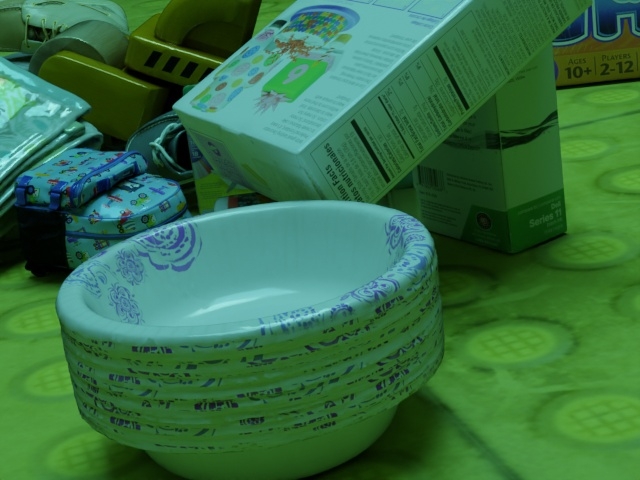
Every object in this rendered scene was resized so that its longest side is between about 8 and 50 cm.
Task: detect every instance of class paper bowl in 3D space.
[{"bbox_3d":[-0.047,0.080,1.022,0.284,0.148,0.284,-7,20,2],"label":"paper bowl"}]

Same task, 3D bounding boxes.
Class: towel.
[{"bbox_3d":[-0.482,-0.112,1.546,0.374,0.090,0.320,27,51,21],"label":"towel"}]

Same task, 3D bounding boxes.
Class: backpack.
[{"bbox_3d":[-0.221,-0.027,1.455,0.173,0.117,0.158,8,25,32],"label":"backpack"}]

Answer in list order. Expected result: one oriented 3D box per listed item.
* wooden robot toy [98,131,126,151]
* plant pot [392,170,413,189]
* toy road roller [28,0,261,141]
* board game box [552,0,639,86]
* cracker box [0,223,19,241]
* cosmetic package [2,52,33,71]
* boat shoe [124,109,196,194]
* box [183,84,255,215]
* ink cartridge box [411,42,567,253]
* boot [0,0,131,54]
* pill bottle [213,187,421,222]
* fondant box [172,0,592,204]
[{"bbox_3d":[-0.346,-0.144,1.920,0.173,0.076,0.079,4,33,32],"label":"wooden robot toy"},{"bbox_3d":[0.093,-0.153,1.643,0.234,0.166,0.165,-2,18,-6],"label":"plant pot"},{"bbox_3d":[-0.204,-0.257,1.823,0.329,0.241,0.202,18,21,1],"label":"toy road roller"},{"bbox_3d":[0.431,-0.453,2.055,0.356,0.357,0.356,-6,19,7],"label":"board game box"},{"bbox_3d":[-0.391,-0.074,1.633,0.232,0.067,0.156,-12,49,-12],"label":"cracker box"},{"bbox_3d":[-0.436,-0.274,2.274,0.127,0.107,0.238,13,25,39],"label":"cosmetic package"},{"bbox_3d":[-0.150,-0.122,1.624,0.099,0.116,0.319,16,-10,-42],"label":"boat shoe"},{"bbox_3d":[-0.088,-0.088,1.476,0.105,0.179,0.043,-5,19,7],"label":"box"},{"bbox_3d":[0.165,-0.108,1.388,0.086,0.208,0.153,-20,23,-30],"label":"ink cartridge box"},{"bbox_3d":[-0.423,-0.320,2.138,0.261,0.095,0.203,-2,24,-16],"label":"boot"},{"bbox_3d":[0.000,0.000,1.296,0.193,0.108,0.108,-7,19,2],"label":"pill bottle"},{"bbox_3d":[0.054,-0.173,1.271,0.330,0.096,0.238,-42,32,-16],"label":"fondant box"}]
